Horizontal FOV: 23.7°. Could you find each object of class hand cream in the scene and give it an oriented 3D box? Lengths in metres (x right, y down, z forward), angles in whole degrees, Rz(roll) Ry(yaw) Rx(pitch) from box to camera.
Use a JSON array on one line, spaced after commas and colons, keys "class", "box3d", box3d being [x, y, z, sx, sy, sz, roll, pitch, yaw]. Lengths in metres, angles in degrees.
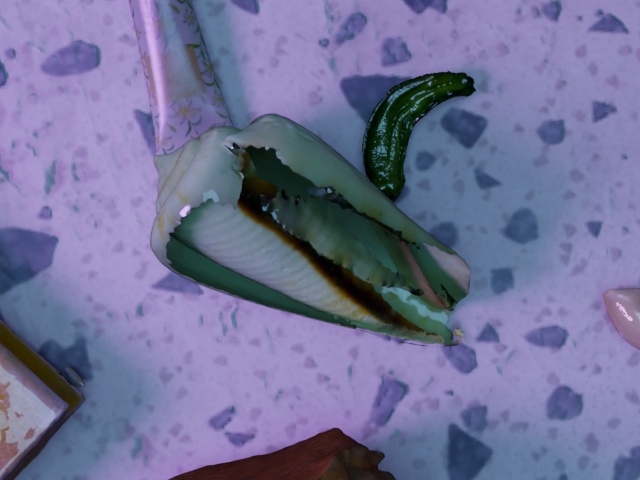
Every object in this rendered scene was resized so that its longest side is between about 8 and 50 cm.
[{"class": "hand cream", "box3d": [-0.116, -0.157, 1.159, 0.067, 0.042, 0.195, -15, 93, 1]}]

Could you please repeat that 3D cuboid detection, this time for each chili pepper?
[{"class": "chili pepper", "box3d": [0.064, -0.087, 1.156, 0.055, 0.035, 0.118, 37, 81, -10]}]

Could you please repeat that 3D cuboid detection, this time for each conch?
[{"class": "conch", "box3d": [-0.004, -0.004, 1.096, 0.250, 0.137, 0.143, 26, 122, 8]}]

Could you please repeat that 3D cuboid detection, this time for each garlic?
[{"class": "garlic", "box3d": [0.255, 0.059, 1.141, 0.083, 0.041, 0.053, -6, 76, -5]}]

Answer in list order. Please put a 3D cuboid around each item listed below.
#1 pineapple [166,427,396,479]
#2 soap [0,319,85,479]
[{"class": "pineapple", "box3d": [0.005, 0.325, 1.080, 0.222, 0.223, 0.357, -22, 99, 2]}, {"class": "soap", "box3d": [-0.333, 0.090, 1.142, 0.274, 0.089, 0.173, 41, 92, 3]}]
